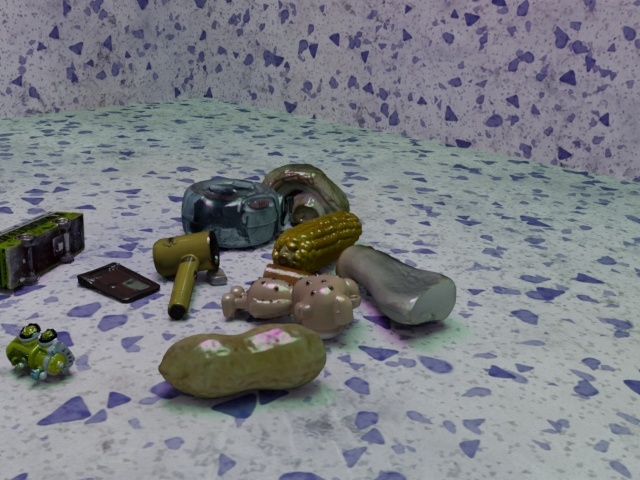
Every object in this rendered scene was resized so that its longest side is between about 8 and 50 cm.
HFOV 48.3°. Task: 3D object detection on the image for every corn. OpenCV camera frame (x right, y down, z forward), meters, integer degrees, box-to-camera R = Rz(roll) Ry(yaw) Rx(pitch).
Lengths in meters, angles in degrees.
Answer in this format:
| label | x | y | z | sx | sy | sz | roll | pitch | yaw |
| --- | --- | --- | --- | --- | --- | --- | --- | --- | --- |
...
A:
| label | x | y | z | sx | sy | sz | roll | pitch | yaw |
| --- | --- | --- | --- | --- | --- | --- | --- | --- | --- |
| corn | 0.000 | 0.000 | 1.732 | 0.121 | 0.120 | 0.363 | 13 | 21 | 24 |

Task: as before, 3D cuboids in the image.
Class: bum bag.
| label | x | y | z | sx | sy | sz | roll | pitch | yaw |
| --- | --- | --- | --- | --- | --- | --- | --- | --- | --- |
| bum bag | -0.434 | 0.093 | 1.541 | 0.159 | 0.026 | 0.109 | 22 | 26 | 29 |

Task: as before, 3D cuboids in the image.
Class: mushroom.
| label | x | y | z | sx | sy | sz | roll | pitch | yaw |
| --- | --- | --- | --- | --- | --- | --- | --- | --- | --- |
| mushroom | 0.141 | 0.085 | 1.503 | 0.159 | 0.122 | 0.329 | 21 | 4 | -37 |
| mushroom | -0.044 | -0.139 | 2.051 | 0.267 | 0.163 | 0.189 | 8 | 21 | 13 |

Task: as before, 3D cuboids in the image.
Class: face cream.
| label | x | y | z | sx | sy | sz | roll | pitch | yaw |
| --- | --- | --- | --- | --- | --- | --- | --- | --- | --- |
| face cream | -0.237 | 0.077 | 1.617 | 0.040 | 0.021 | 0.083 | -5 | 21 | -18 |

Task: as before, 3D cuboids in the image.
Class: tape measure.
| label | x | y | z | sx | sy | sz | roll | pitch | yaw |
| --- | --- | --- | --- | --- | --- | --- | --- | --- | --- |
| tape measure | -0.231 | -0.083 | 1.884 | 0.256 | 0.147 | 0.275 | 11 | 20 | 22 |

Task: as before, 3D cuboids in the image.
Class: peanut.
| label | x | y | z | sx | sy | sz | roll | pitch | yaw |
| --- | --- | --- | --- | --- | --- | --- | --- | --- | --- |
| peanut | -0.127 | 0.193 | 1.176 | 0.275 | 0.111 | 0.125 | -2 | 16 | -16 |

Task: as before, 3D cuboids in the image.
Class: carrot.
| label | x | y | z | sx | sy | sz | roll | pitch | yaw |
| --- | --- | --- | --- | --- | --- | --- | --- | --- | --- |
| carrot | -0.023 | 0.100 | 1.552 | 0.210 | 0.061 | 0.061 | 12 | 21 | 11 |

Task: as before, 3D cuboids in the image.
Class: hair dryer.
| label | x | y | z | sx | sy | sz | roll | pitch | yaw |
| --- | --- | --- | --- | --- | --- | --- | --- | --- | --- |
| hair dryer | -0.299 | 0.075 | 1.521 | 0.135 | 0.090 | 0.278 | -8 | 29 | 2 |

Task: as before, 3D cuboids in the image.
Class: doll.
| label | x | y | z | sx | sy | sz | roll | pitch | yaw |
| --- | --- | --- | --- | --- | --- | --- | --- | --- | --- |
| doll | -0.054 | 0.121 | 1.414 | 0.278 | 0.119 | 0.154 | 2 | 16 | 25 |

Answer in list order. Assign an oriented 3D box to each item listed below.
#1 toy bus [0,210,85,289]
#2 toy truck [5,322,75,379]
| label | x | y | z | sx | sy | sz | roll | pitch | yaw |
| --- | --- | --- | --- | --- | --- | --- | --- | --- | --- |
| toy bus | -0.653 | 0.013 | 1.601 | 0.139 | 0.113 | 0.301 | 8 | 17 | 11 |
| toy truck | -0.467 | 0.192 | 1.186 | 0.111 | 0.076 | 0.077 | 12 | 45 | 29 |
